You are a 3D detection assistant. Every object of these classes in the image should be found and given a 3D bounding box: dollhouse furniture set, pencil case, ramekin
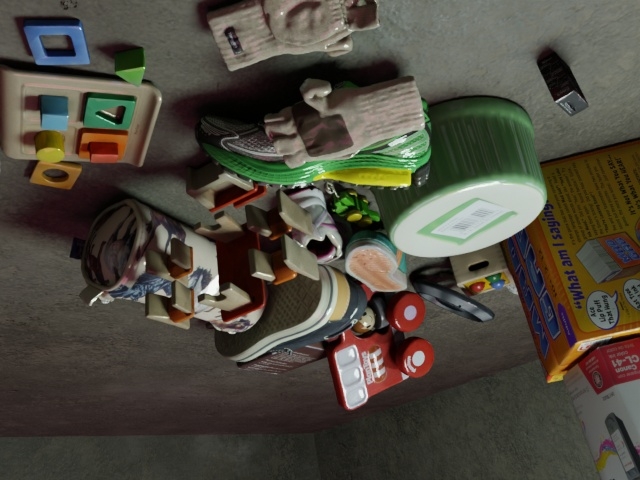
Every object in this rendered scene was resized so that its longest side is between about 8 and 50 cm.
[{"bbox_3d":[-0.134,-0.001,0.956,0.262,0.259,0.135,-22,149,24],"label":"dollhouse furniture set"},{"bbox_3d":[-0.262,0.070,1.149,0.184,0.160,0.410,-56,145,1],"label":"pencil case"},{"bbox_3d":[0.236,-0.092,1.042,0.303,0.148,0.303,-9,154,-4],"label":"ramekin"}]

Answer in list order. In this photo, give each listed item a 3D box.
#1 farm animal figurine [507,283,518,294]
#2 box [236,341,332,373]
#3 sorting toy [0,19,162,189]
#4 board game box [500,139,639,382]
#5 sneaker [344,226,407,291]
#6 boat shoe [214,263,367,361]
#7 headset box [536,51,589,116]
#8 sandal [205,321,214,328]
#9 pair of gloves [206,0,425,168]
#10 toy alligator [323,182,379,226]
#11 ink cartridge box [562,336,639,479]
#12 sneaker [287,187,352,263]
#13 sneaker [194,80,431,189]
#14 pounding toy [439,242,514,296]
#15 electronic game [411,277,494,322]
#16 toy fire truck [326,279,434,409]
[{"bbox_3d":[0.695,0.083,1.548,0.326,0.172,0.330,8,148,-34],"label":"farm animal figurine"},{"bbox_3d":[-0.095,0.230,1.545,0.203,0.169,0.167,-27,149,29],"label":"box"},{"bbox_3d":[-0.329,-0.151,0.819,0.195,0.047,0.348,3,151,-26],"label":"sorting toy"},{"bbox_3d":[0.606,0.048,1.230,0.356,0.357,0.356,-13,154,6],"label":"board game box"},{"bbox_3d":[0.116,0.018,1.251,0.108,0.121,0.302,-5,161,14],"label":"sneaker"},{"bbox_3d":[-0.089,0.172,1.354,0.156,0.187,0.500,14,155,-36],"label":"boat shoe"},{"bbox_3d":[0.360,-0.227,0.890,0.032,0.083,0.062,-31,149,34],"label":"headset box"},{"bbox_3d":[-0.220,0.251,1.663,0.090,0.060,0.219,-24,151,26],"label":"sandal"},{"bbox_3d":[0.001,-0.207,0.736,0.204,0.042,0.240,-19,121,20],"label":"pair of gloves"},{"bbox_3d":[0.046,-0.064,1.130,0.051,0.056,0.189,-26,151,28],"label":"toy alligator"},{"bbox_3d":[0.567,0.346,1.057,0.131,0.306,0.226,-10,153,-1],"label":"ink cartridge box"},{"bbox_3d":[0.000,0.000,1.179,0.102,0.111,0.252,-19,153,17],"label":"sneaker"},{"bbox_3d":[-0.008,-0.163,0.871,0.343,0.134,0.146,-1,117,-6],"label":"sneaker"},{"bbox_3d":[0.402,0.099,1.559,0.181,0.094,0.206,-20,152,19],"label":"pounding toy"},{"bbox_3d":[0.346,0.155,1.580,0.229,0.048,0.229,25,173,4],"label":"electronic game"},{"bbox_3d":[0.125,0.246,1.507,0.253,0.302,0.169,-20,-165,-26],"label":"toy fire truck"}]
